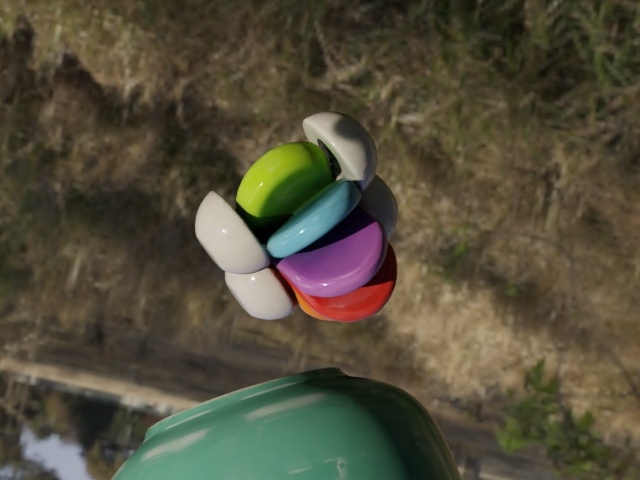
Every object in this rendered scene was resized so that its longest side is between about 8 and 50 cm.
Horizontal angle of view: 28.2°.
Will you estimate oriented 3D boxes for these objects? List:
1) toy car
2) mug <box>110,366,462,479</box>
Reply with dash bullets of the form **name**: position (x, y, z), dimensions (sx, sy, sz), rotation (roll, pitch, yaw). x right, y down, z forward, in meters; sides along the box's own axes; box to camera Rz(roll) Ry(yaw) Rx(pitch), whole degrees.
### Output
- **toy car**: position (0.000, 0.000, 1.036), dimensions (0.136, 0.159, 0.182), rotation (47, 170, 35)
- **mug**: position (-0.012, 0.105, 0.462), dimensions (0.129, 0.097, 0.158), rotation (-18, 168, -5)
